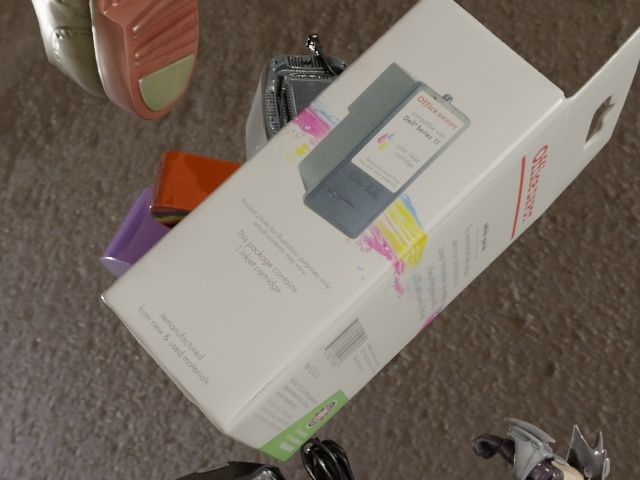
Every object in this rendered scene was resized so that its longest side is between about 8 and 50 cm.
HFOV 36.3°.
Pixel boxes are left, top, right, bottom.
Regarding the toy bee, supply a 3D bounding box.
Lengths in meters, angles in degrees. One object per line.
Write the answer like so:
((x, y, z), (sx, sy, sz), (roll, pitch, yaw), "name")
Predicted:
((0.000, 0.000, 0.886), (0.298, 0.162, 0.195), (28, 73, 10), "toy bee")

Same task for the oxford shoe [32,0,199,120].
((-0.194, -0.281, 0.766), (0.146, 0.397, 0.140), (20, 40, 20), "oxford shoe")

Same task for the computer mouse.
((-0.052, 0.292, 0.965), (0.262, 0.060, 0.184), (-23, 98, 25), "computer mouse")

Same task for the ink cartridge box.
((0.048, -0.021, 0.665), (0.353, 0.207, 0.119), (-43, 72, -6), "ink cartridge box")

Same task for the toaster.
((-0.024, -0.125, 1.210), (0.146, 0.129, 0.227), (125, 139, -59), "toaster")

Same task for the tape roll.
((-0.094, 0.051, 1.049), (0.275, 0.275, 0.090), (13, 69, 46), "tape roll")

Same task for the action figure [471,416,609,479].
((0.134, 0.239, 0.789), (0.099, 0.285, 0.185), (24, 123, 49), "action figure")
